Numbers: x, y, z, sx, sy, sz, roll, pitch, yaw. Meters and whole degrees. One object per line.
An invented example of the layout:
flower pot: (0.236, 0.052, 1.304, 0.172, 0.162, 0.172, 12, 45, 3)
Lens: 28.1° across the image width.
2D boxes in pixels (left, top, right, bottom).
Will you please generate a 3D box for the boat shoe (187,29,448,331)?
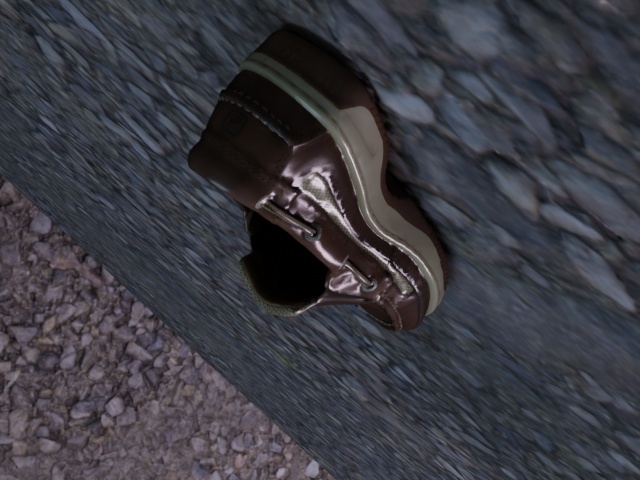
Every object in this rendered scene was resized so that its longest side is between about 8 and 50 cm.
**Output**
boat shoe: (-0.006, -0.004, 0.678, 0.095, 0.095, 0.257, 33, 166, 32)
